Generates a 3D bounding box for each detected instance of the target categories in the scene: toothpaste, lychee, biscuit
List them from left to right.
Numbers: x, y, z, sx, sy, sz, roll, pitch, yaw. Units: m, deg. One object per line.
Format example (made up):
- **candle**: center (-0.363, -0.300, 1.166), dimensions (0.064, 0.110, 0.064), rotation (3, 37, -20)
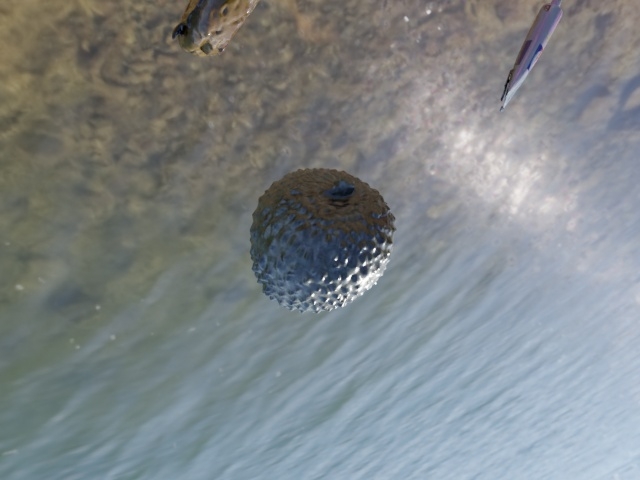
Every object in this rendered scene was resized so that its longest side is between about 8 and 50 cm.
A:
- **biscuit**: center (-0.088, -0.358, 0.805), dimensions (0.075, 0.296, 0.296), rotation (29, 122, -24)
- **lychee**: center (0.000, 0.000, 1.140), dimensions (0.255, 0.255, 0.274), rotation (-7, 132, -27)
- **toothpaste**: center (0.269, -0.241, 0.821), dimensions (0.170, 0.028, 0.045), rotation (-61, 169, -12)
